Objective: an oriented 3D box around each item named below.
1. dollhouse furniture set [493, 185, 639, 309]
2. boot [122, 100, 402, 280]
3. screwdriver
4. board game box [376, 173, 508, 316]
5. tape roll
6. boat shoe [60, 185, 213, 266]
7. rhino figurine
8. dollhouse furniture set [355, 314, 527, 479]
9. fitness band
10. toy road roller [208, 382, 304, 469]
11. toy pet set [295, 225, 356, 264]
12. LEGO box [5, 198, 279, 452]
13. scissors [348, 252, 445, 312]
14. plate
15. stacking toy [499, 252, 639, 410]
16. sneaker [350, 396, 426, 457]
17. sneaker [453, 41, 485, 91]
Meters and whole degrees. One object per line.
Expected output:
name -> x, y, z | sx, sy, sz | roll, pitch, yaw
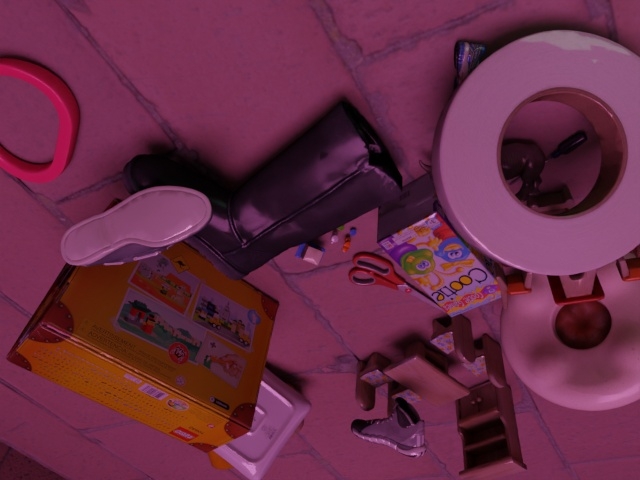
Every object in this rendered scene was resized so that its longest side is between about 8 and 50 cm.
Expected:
dollhouse furniture set -> 0.471, 0.024, 1.039 | 0.262, 0.259, 0.135 | -10, 129, 17
boot -> -0.112, -0.128, 1.060 | 0.445, 0.146, 0.367 | -27, 127, 30
screwdriver -> 0.439, -0.157, 1.047 | 0.024, 0.025, 0.170 | 33, 138, -22
board game box -> 0.259, 0.014, 1.141 | 0.144, 0.142, 0.275 | -30, 122, 31
tape roll -> 0.379, -0.138, 0.875 | 0.393, 0.072, 0.391 | 0, 93, 0
boat shoe -> -0.344, -0.022, 1.049 | 0.320, 0.116, 0.099 | -17, 167, 12
rhino figurine -> 0.312, -0.143, 1.034 | 0.244, 0.073, 0.106 | 6, 119, 5
dollhouse furniture set -> 0.349, 0.450, 1.457 | 0.394, 0.256, 0.362 | 36, 127, -23
fitness band -> -0.609, -0.240, 1.099 | 0.209, 0.054, 0.290 | 22, 133, -16
toy road roller -> -0.224, 0.579, 1.671 | 0.330, 0.240, 0.202 | 3, 133, 5
toy pet set -> 0.000, 0.000, 1.240 | 0.122, 0.065, 0.114 | 22, 97, -16
LEGO box -> -0.371, 0.204, 1.255 | 0.500, 0.372, 0.193 | 36, 128, -23
scissors -> 0.207, 0.109, 1.320 | 0.297, 0.021, 0.109 | 20, 130, -9
plate -> -0.204, 0.511, 1.560 | 0.278, 0.277, 0.045 | 39, 163, -4
stacking toy -> 0.667, 0.241, 1.248 | 0.351, 0.350, 0.480 | -28, 142, 30
sneaker -> 0.183, 0.472, 1.421 | 0.229, 0.132, 0.086 | 4, -179, 40
sneaker -> 0.264, -0.278, 0.933 | 0.058, 0.052, 0.135 | -5, 133, 6
